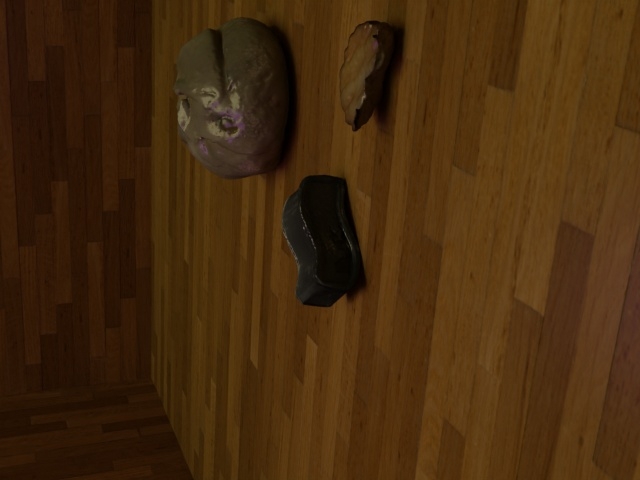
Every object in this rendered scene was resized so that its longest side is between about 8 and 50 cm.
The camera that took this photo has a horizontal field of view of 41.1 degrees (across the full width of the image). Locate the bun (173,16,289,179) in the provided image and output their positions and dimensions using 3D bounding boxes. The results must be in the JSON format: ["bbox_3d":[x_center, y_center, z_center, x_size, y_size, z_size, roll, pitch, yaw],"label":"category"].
[{"bbox_3d":[-0.208,-0.309,1.887,0.365,0.220,0.364,173,90,-66],"label":"bun"}]

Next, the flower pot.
[{"bbox_3d":[0.000,0.000,1.567,0.108,0.103,0.229,134,129,-61],"label":"flower pot"}]

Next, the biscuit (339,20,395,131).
[{"bbox_3d":[0.077,-0.276,1.385,0.118,0.061,0.183,-118,34,-49],"label":"biscuit"}]
